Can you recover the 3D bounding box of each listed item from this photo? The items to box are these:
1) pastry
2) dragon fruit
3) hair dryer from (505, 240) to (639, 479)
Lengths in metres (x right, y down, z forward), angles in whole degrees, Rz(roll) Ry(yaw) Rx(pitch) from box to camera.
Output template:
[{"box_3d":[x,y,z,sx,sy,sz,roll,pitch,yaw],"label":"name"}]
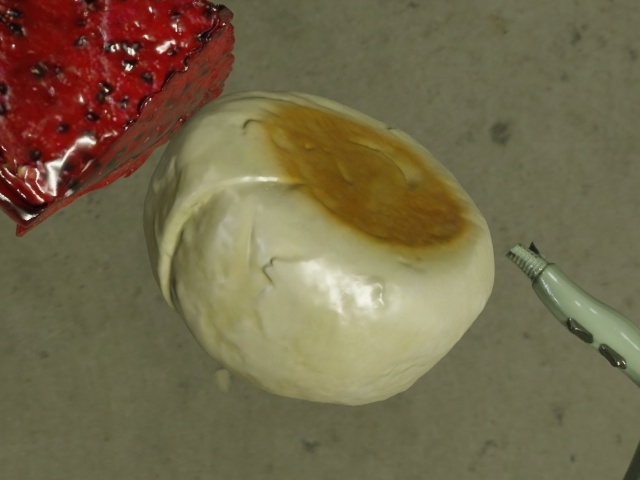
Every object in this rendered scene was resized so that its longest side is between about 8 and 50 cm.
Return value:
[{"box_3d":[0.000,0.000,0.552,0.156,0.092,0.156,21,40,-19],"label":"pastry"},{"box_3d":[-0.293,-0.170,1.377,0.286,0.228,0.329,34,76,-1],"label":"dragon fruit"},{"box_3d":[0.214,0.119,0.874,0.225,0.088,0.219,26,45,-2],"label":"hair dryer"}]
